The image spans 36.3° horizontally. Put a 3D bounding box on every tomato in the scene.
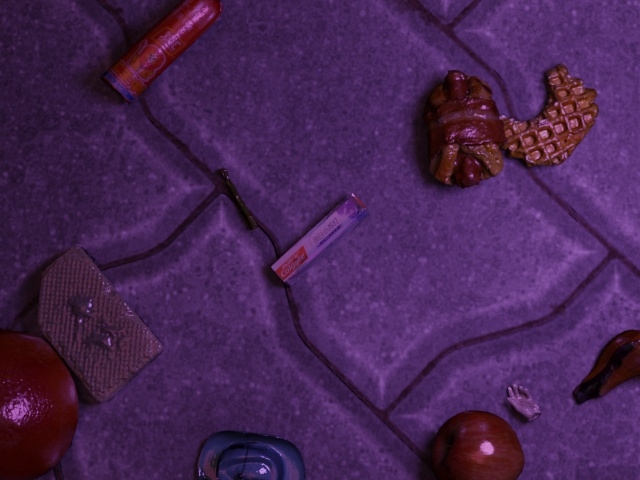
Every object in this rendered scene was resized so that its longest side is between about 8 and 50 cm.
[{"bbox_3d":[-0.577,0.286,1.638,0.309,0.170,0.309,-1,82,10],"label":"tomato"}]

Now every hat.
[{"bbox_3d":[-0.121,0.393,1.650,0.191,0.078,0.138,10,87,4],"label":"hat"}]

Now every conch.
[{"bbox_3d":[0.532,0.193,1.650,0.233,0.080,0.086,-23,73,0],"label":"conch"}]

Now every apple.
[{"bbox_3d":[0.260,0.353,1.608,0.131,0.146,0.146,15,82,-16],"label":"apple"}]

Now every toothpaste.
[{"bbox_3d":[0.000,0.000,1.723,0.196,0.040,0.047,-42,80,-3],"label":"toothpaste"}]

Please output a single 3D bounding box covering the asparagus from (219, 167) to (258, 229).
[{"bbox_3d":[-0.148,-0.075,1.752,0.015,0.018,0.127,-24,80,-36],"label":"asparagus"}]

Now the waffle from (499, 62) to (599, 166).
[{"bbox_3d":[0.402,-0.218,1.732,0.149,0.051,0.194,36,85,6],"label":"waffle"}]

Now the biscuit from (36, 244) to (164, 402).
[{"bbox_3d":[-0.405,0.143,1.713,0.150,0.052,0.252,-40,82,-3],"label":"biscuit"}]

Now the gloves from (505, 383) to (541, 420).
[{"bbox_3d":[0.347,0.281,1.665,0.044,0.037,0.081,-16,69,-26],"label":"gloves"}]

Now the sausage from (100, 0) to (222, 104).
[{"bbox_3d":[-0.277,-0.364,1.774,0.274,0.074,0.074,-44,82,-5],"label":"sausage"}]

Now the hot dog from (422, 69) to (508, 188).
[{"bbox_3d":[0.245,-0.195,1.700,0.146,0.103,0.213,-16,77,22],"label":"hot dog"}]
